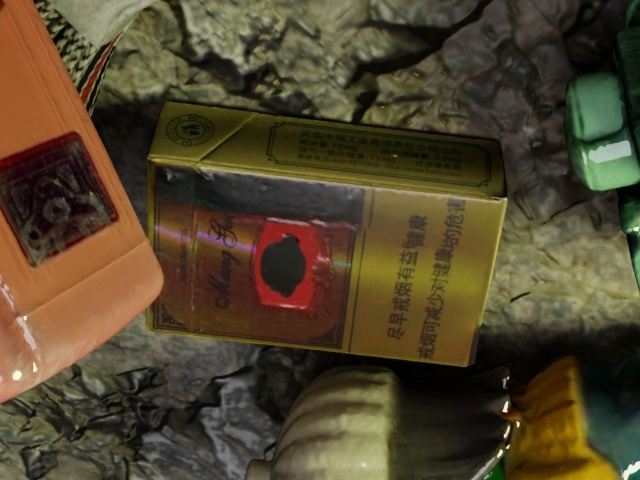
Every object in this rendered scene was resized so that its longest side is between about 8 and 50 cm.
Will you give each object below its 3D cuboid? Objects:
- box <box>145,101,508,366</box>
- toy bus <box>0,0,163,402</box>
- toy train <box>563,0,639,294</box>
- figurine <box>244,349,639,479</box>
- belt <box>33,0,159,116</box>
[{"bbox_3d":[0.000,0.000,0.834,0.240,0.071,0.159,7,128,0],"label":"box"},{"bbox_3d":[-0.273,-0.101,0.633,0.233,0.203,0.427,-21,99,24],"label":"toy bus"},{"bbox_3d":[0.303,-0.065,0.708,0.299,0.167,0.238,-12,133,16],"label":"toy train"},{"bbox_3d":[0.112,0.151,0.872,0.332,0.185,0.204,-32,100,16],"label":"figurine"},{"bbox_3d":[-0.129,-0.154,0.723,0.126,0.094,0.359,43,117,-16],"label":"belt"}]
